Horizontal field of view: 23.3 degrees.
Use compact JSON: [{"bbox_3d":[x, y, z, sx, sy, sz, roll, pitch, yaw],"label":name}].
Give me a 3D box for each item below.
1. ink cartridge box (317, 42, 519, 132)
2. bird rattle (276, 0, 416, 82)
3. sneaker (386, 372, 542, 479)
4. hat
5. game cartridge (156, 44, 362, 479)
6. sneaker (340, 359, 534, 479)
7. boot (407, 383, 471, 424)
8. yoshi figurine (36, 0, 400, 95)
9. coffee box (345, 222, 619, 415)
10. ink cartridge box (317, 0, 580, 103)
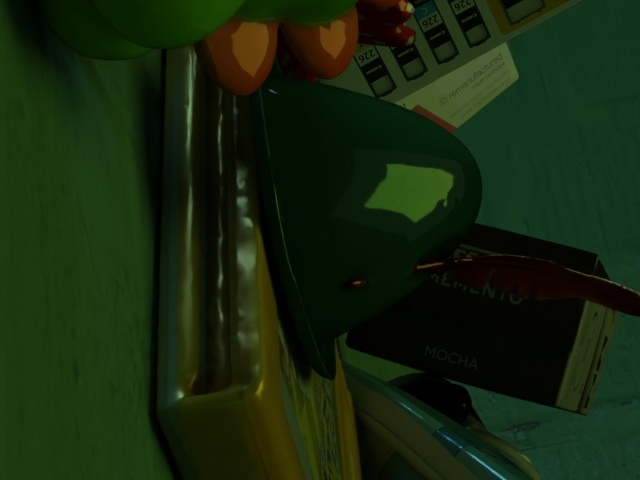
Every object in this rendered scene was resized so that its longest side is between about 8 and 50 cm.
[{"bbox_3d":[0.051,-0.185,1.271,0.092,0.158,0.218,26,-30,52],"label":"ink cartridge box"},{"bbox_3d":[-0.031,-0.212,0.863,0.207,0.143,0.253,53,-6,33],"label":"bird rattle"},{"bbox_3d":[0.138,0.304,1.347,0.210,0.137,0.365,-151,-137,-77],"label":"sneaker"},{"bbox_3d":[0.073,-0.029,0.774,0.208,0.184,0.173,43,37,-82],"label":"hat"},{"bbox_3d":[-0.018,0.089,0.813,0.285,0.053,0.323,-95,170,-48],"label":"game cartridge"},{"bbox_3d":[0.054,0.223,1.016,0.127,0.208,0.319,31,3,-42],"label":"sneaker"},{"bbox_3d":[0.069,0.168,1.211,0.099,0.121,0.045,-104,177,-53],"label":"boot"},{"bbox_3d":[0.006,-0.218,0.614,0.362,0.203,0.203,-46,170,-35],"label":"yoshi figurine"},{"bbox_3d":[0.144,0.063,1.269,0.297,0.168,0.118,28,78,-75],"label":"coffee box"},{"bbox_3d":[0.112,-0.228,1.092,0.272,0.309,0.130,57,7,-37],"label":"ink cartridge box"}]
